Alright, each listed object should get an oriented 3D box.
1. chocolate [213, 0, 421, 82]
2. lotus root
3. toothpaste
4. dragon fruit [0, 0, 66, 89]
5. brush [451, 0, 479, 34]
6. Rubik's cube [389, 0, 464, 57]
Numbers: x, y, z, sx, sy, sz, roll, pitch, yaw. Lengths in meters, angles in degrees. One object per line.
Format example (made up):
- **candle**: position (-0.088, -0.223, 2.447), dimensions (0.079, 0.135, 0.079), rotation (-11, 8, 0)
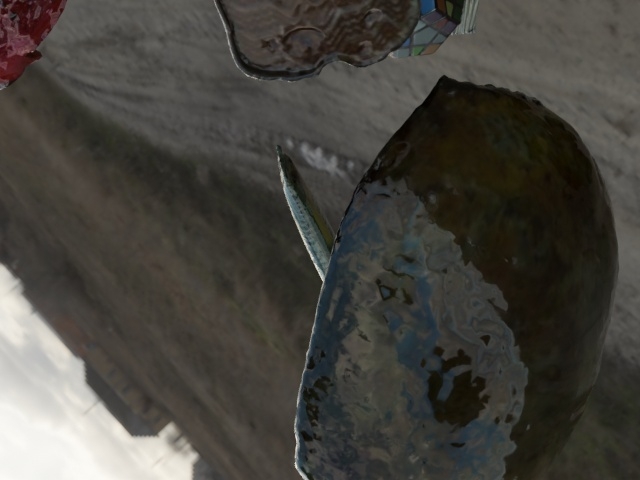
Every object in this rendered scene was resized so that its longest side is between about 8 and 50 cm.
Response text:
- **chocolate**: position (-0.016, -0.227, 0.674), dimensions (0.093, 0.148, 0.214), rotation (-95, -9, -47)
- **lotus root**: position (0.111, 0.053, 0.674), dimensions (0.142, 0.314, 0.210), rotation (26, -162, 39)
- **toothpaste**: position (0.000, 0.000, 0.860), dimensions (0.049, 0.032, 0.204), rotation (-105, -9, -47)
- **dragon fruit**: position (-0.409, -0.305, 0.856), dimensions (0.249, 0.371, 0.386), rotation (47, 170, 25)
- **brush**: position (0.153, -0.345, 1.044), dimensions (0.314, 0.090, 0.017), rotation (92, 165, -53)
- **Rubik's cube**: position (0.093, -0.263, 1.033), dimensions (0.133, 0.112, 0.133), rotation (42, 165, 14)
